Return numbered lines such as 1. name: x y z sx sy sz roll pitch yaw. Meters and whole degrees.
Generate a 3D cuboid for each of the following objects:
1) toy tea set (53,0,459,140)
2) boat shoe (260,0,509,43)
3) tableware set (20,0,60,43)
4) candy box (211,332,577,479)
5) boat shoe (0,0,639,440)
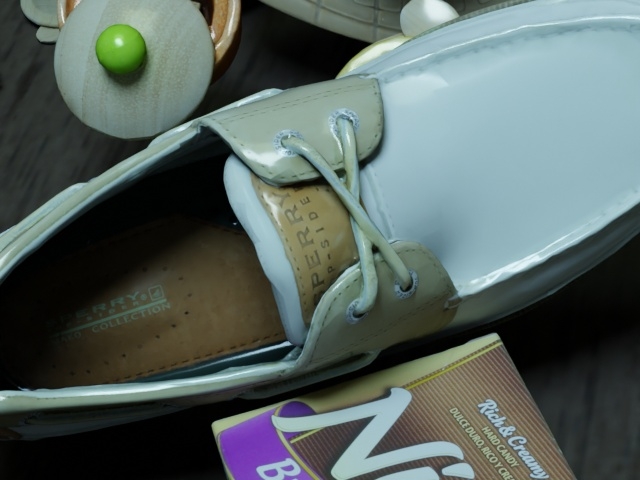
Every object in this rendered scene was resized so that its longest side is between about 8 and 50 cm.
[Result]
1. toy tea set: 0.057 -0.116 0.693 0.336 0.124 0.200 -31 84 4
2. boat shoe: 0.091 -0.132 0.803 0.285 0.103 0.092 3 4 7
3. tableware set: -0.179 -0.131 0.914 0.141 0.020 0.169 -27 46 -14
4. candy box: 0.042 0.121 0.574 0.109 0.053 0.187 -17 44 -6
5. boat shoe: 0.000 0.000 0.622 0.302 0.113 0.103 -25 1 11
